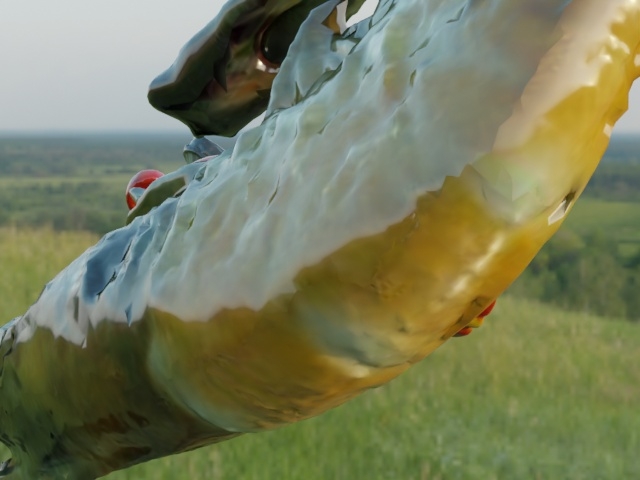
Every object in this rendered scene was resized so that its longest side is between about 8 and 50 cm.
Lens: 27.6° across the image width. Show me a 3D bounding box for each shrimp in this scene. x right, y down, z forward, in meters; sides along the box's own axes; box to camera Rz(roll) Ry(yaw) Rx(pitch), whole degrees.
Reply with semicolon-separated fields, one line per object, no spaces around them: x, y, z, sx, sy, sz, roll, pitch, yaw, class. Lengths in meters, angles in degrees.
-0.041;-0.027;0.519;0.085;0.272;0.445;33;-45;-24;shrimp

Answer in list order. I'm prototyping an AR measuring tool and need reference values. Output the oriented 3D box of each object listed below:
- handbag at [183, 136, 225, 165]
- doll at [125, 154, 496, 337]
-0.056;0.015;1.616;0.075;0.332;0.192;-37;-22;-24;handbag
0.000;0.000;1.170;0.363;0.183;0.160;14;23;-18;doll
